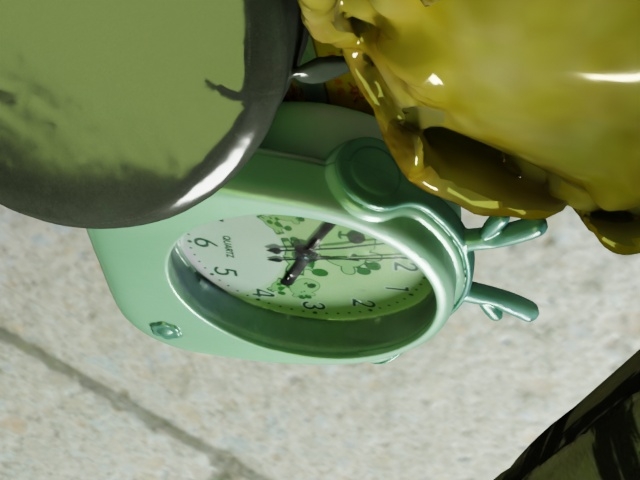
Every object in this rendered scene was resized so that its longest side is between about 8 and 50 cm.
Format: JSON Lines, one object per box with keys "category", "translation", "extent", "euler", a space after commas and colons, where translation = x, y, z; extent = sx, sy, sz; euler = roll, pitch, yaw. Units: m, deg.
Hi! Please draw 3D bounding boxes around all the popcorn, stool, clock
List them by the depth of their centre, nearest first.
{"category": "popcorn", "translation": [0.103, -0.109, 0.461], "extent": [0.250, 0.190, 0.250], "euler": [-1, 146, -1]}
{"category": "stool", "translation": [-0.098, -0.112, 0.535], "extent": [0.228, 0.139, 0.153], "euler": [37, 116, -10]}
{"category": "clock", "translation": [0.000, 0.000, 0.660], "extent": [0.211, 0.066, 0.159], "euler": [6, 148, 7]}

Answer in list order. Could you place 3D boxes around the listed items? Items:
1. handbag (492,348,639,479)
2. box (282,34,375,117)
{"category": "handbag", "translation": [0.270, 0.056, 0.490], "extent": [0.327, 0.162, 0.325], "euler": [-2, 147, -32]}
{"category": "box", "translation": [-0.032, -0.080, 0.645], "extent": [0.155, 0.023, 0.087], "euler": [-1, 128, 18]}
